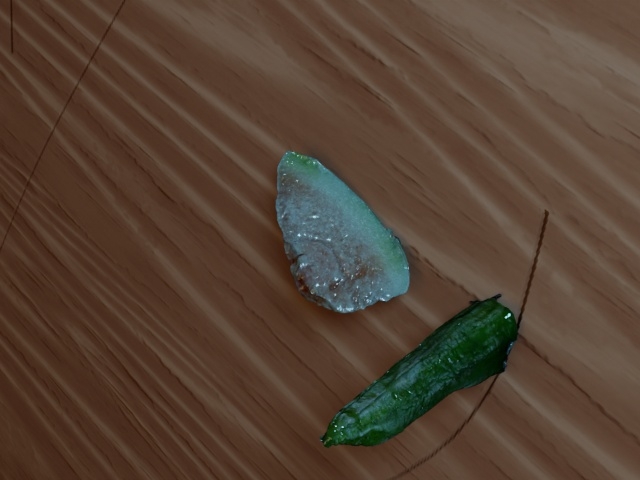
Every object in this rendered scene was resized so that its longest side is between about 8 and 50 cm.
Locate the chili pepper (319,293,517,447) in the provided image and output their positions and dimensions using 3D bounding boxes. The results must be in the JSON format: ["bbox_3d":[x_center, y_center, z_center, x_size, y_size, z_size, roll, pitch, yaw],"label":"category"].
[{"bbox_3d":[0.079,0.117,0.815,0.059,0.227,0.088,36,129,29],"label":"chili pepper"}]

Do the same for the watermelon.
[{"bbox_3d":[0.006,-0.003,0.947,0.081,0.094,0.180,-54,51,41],"label":"watermelon"}]
